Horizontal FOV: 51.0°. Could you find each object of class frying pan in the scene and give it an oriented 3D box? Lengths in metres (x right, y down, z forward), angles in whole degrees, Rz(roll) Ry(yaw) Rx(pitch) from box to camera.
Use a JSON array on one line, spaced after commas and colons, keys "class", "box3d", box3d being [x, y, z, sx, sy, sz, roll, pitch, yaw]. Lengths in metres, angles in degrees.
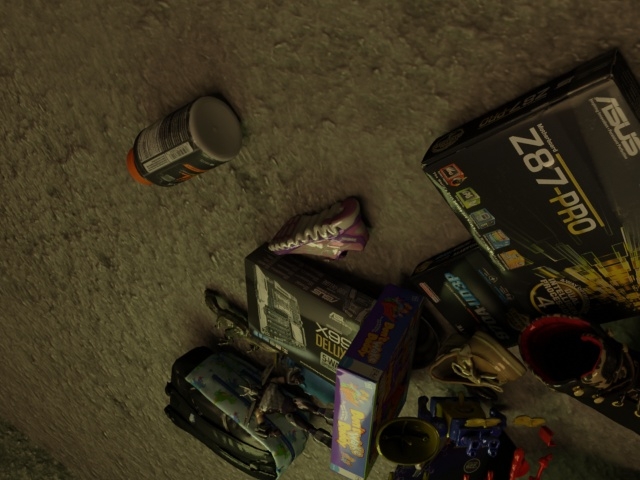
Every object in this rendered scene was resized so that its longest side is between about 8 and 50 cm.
[{"class": "frying pan", "box3d": [0.218, 0.209, 1.392, 0.326, 0.053, 0.197, 13, 132, 20]}]

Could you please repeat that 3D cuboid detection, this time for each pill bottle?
[{"class": "pill bottle", "box3d": [-0.278, -0.182, 1.319, 0.246, 0.130, 0.130, -16, 116, 40]}]

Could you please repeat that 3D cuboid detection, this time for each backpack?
[{"class": "backpack", "box3d": [-0.203, 0.458, 1.743, 0.355, 0.273, 0.290, 39, 138, 29]}]

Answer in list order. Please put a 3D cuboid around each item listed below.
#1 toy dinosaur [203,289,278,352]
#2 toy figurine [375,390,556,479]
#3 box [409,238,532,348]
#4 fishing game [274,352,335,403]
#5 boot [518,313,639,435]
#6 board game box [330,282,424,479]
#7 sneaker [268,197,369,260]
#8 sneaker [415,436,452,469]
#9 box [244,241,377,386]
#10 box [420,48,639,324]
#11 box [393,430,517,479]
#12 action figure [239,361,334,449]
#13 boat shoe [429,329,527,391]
[{"class": "toy dinosaur", "box3d": [-0.193, 0.228, 1.649, 0.268, 0.064, 0.118, 31, 140, 10]}, {"class": "toy figurine", "box3d": [0.267, 0.406, 1.393, 0.363, 0.217, 0.191, 0, 103, -9]}, {"class": "box", "box3d": [0.303, 0.106, 1.252, 0.220, 0.051, 0.175, 48, 135, -12]}, {"class": "fishing game", "box3d": [-0.003, 0.323, 1.634, 0.264, 0.041, 0.189, 23, 135, 25]}, {"class": "boot", "box3d": [0.501, 0.236, 1.016, 0.284, 0.138, 0.377, 29, -179, -21]}, {"class": "board game box", "box3d": [0.109, 0.289, 1.330, 0.078, 0.233, 0.347, 20, 135, 19]}, {"class": "sneaker", "box3d": [0.000, 0.000, 1.330, 0.236, 0.095, 0.104, -16, 123, 38]}, {"class": "sneaker", "box3d": [0.266, 0.452, 1.511, 0.065, 0.061, 0.158, 26, 94, -5]}, {"class": "box", "box3d": [-0.023, 0.171, 1.453, 0.307, 0.076, 0.242, 27, 137, 26]}, {"class": "box", "box3d": [0.395, -0.046, 1.038, 0.318, 0.097, 0.395, -23, 112, 40]}, {"class": "box", "box3d": [0.295, 0.532, 1.516, 0.261, 0.184, 0.103, -24, 111, 42]}, {"class": "action figure", "box3d": [-0.063, 0.402, 1.602, 0.285, 0.185, 0.099, 25, 170, -1]}, {"class": "boat shoe", "box3d": [0.275, 0.227, 1.203, 0.104, 0.089, 0.285, 46, 169, 3]}]
